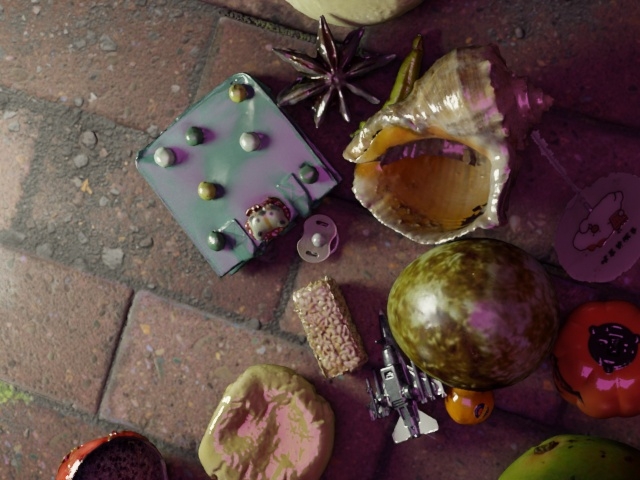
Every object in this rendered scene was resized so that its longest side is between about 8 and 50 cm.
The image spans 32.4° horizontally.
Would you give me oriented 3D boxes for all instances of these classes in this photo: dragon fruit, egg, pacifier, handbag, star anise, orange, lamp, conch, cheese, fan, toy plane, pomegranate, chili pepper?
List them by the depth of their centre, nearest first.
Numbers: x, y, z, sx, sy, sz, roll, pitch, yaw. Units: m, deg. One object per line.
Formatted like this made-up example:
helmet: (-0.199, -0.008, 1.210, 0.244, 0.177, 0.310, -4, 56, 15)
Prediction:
pomegranate: (0.410, 0.482, 1.685, 0.310, 0.216, 0.358, -22, 82, 14)
fan: (0.408, -0.061, 1.698, 0.191, 0.009, 0.329, -46, 121, 2)
egg: (0.229, 0.114, 1.707, 0.289, 0.238, 0.238, -3, 90, 41)
lamp: (0.451, 0.188, 1.715, 0.188, 0.164, 0.187, -5, 64, 11)
conch: (0.219, -0.140, 1.737, 0.352, 0.210, 0.297, -21, 71, 48)
orange: (0.242, 0.260, 1.790, 0.084, 0.083, 0.083, 0, 91, 10)
star anise: (0.014, -0.278, 1.806, 0.204, 0.061, 0.180, -41, 107, 0)
toy plane: (0.126, 0.230, 1.812, 0.160, 0.082, 0.234, -26, 86, 36)
chili pepper: (0.128, -0.243, 1.827, 0.049, 0.043, 0.208, 36, 92, 36)
cheese: (-0.083, 0.327, 1.832, 0.214, 0.117, 0.226, 34, 92, 2)
pacifier: (0.000, 0.000, 1.838, 0.068, 0.064, 0.083, 19, 94, -8)
handbag: (-0.141, -0.118, 1.843, 0.269, 0.100, 0.274, -37, 84, 7)
dragon fruit: (-0.380, 0.425, 1.866, 0.148, 0.223, 0.218, 5, 52, 43)

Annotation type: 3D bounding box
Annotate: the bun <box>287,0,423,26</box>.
bun: (0.053, -0.531, 1.755, 0.364, 0.202, 0.364, 0, 91, 12)

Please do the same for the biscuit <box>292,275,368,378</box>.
biscuit: (0.016, 0.146, 1.834, 0.082, 0.070, 0.168, -24, 88, 16)
